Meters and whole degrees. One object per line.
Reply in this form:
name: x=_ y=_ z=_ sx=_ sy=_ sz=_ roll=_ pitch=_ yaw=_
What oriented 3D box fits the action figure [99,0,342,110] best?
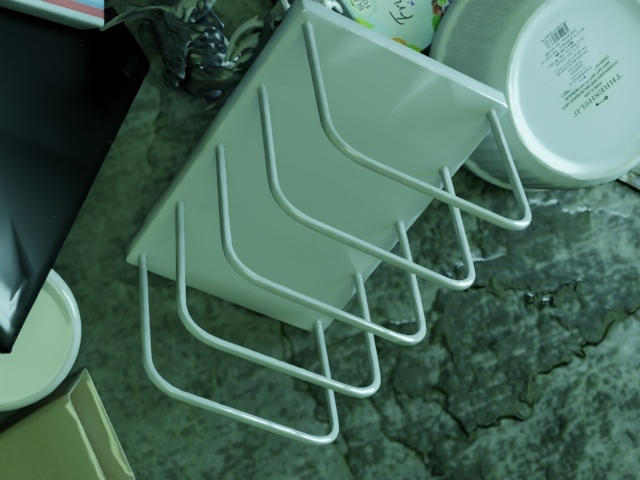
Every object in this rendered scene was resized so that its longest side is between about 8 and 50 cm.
action figure: x=-0.036 y=-0.153 z=1.254 sx=0.275 sy=0.164 sz=0.141 roll=29 pitch=105 yaw=-21

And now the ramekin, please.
ramekin: x=0.205 y=-0.138 z=1.311 sx=0.207 sy=0.109 sz=0.207 roll=-4 pitch=101 yaw=-20

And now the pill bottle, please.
pill bottle: x=-0.250 y=0.061 z=1.183 sx=0.117 sy=0.208 sz=0.118 roll=-1 pitch=93 yaw=-13

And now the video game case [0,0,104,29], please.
video game case: x=-0.227 y=-0.312 z=1.118 sx=0.025 sy=0.204 sz=0.285 roll=-4 pitch=86 yaw=27

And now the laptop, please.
laptop: x=-0.367 y=-0.152 z=1.107 sx=0.236 sy=0.382 sz=0.408 roll=-20 pitch=121 yaw=25

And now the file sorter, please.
file sorter: x=0.000 y=0.000 z=1.173 sx=0.192 sy=0.173 sz=0.278 roll=22 pitch=125 yaw=-25

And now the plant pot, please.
plant pot: x=-0.221 y=0.181 z=1.253 sx=0.096 sy=0.109 sz=0.109 roll=-22 pitch=97 yaw=2

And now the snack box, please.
snack box: x=0.055 y=-0.229 z=1.328 sx=0.100 sy=0.037 sz=0.141 roll=-37 pitch=101 yaw=-8
